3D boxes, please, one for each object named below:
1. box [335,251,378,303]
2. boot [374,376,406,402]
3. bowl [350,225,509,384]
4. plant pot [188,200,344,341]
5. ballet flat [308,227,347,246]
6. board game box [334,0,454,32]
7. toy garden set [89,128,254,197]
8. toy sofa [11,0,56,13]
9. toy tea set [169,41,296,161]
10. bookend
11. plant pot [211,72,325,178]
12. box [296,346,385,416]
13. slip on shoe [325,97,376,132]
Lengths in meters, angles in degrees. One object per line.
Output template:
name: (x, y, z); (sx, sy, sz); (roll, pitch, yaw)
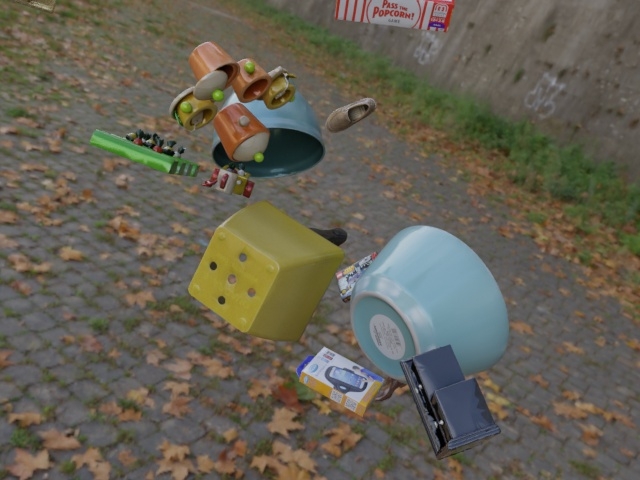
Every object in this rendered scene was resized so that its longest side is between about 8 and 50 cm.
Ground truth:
box: (0.111, 0.102, 1.791); (0.027, 0.137, 0.094); (43, 24, -43)
boot: (0.152, 0.306, 1.498); (0.106, 0.114, 0.037); (-31, 39, -20)
bowl: (0.172, 0.142, 1.215); (0.163, 0.311, 0.312); (-25, 44, -34)
plant pot: (-0.117, 0.063, 1.226); (0.212, 0.212, 0.187); (33, 14, 19)
ballet flat: (0.000, 0.000, 1.538); (0.173, 0.049, 0.057); (-1, 36, -46)
board game box: (0.098, -0.359, 0.879); (0.147, 0.045, 0.193); (6, 51, -2)
toy garden set: (-0.197, -0.119, 0.960); (0.204, 0.049, 0.244); (21, 3, -4)
toy sofa: (-0.540, -0.552, 1.123); (0.177, 0.150, 0.362); (13, -10, -17)
toy tea set: (-0.149, -0.235, 1.200); (0.124, 0.200, 0.336); (54, 18, 13)
bookend: (0.176, 0.217, 0.924); (0.072, 0.157, 0.156); (-18, 68, -4)
plant pot: (-0.141, -0.310, 1.717); (0.293, 0.196, 0.293); (-5, -19, -2)
box: (0.030, 0.227, 1.084); (0.136, 0.028, 0.081); (27, 32, 16)
slip on shoe: (0.067, -0.289, 1.528); (0.135, 0.051, 0.041); (-19, 13, 26)
